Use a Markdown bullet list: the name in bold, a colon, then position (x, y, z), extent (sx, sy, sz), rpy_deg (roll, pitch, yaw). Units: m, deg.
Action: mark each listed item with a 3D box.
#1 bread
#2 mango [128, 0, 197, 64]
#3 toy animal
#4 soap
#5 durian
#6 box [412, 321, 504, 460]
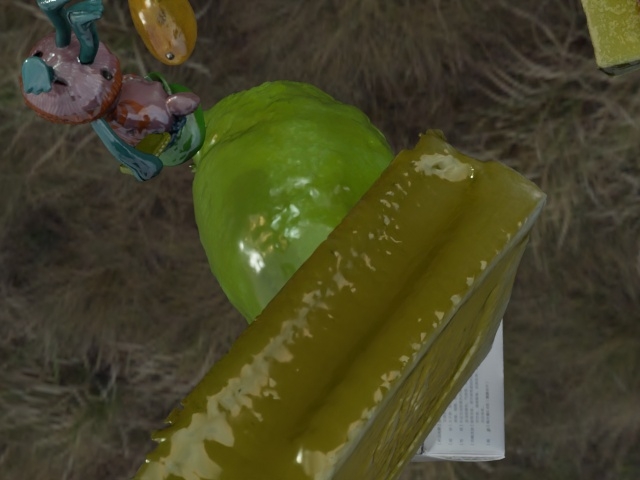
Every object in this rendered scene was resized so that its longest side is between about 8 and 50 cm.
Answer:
- **bread**: position (0.431, -0.368, 1.564), extent (0.167, 0.163, 0.264), rpy_deg (-9, 105, 32)
- **mango**: position (-0.205, -0.304, 1.543), extent (0.075, 0.190, 0.098), rpy_deg (-18, 149, 8)
- **toy animal**: position (-0.150, -0.100, 0.862), extent (0.100, 0.103, 0.208), rpy_deg (-27, 158, 5)
- **soap**: position (0.012, 0.095, 0.703), extent (0.091, 0.315, 0.199), rpy_deg (31, 142, 16)
- **durian**: position (0.000, 0.000, 1.097), extent (0.204, 0.340, 0.256), rpy_deg (-27, 114, -3)
- **box**: position (0.183, 0.173, 1.850), extent (0.145, 0.333, 0.173), rpy_deg (4, 168, -20)
